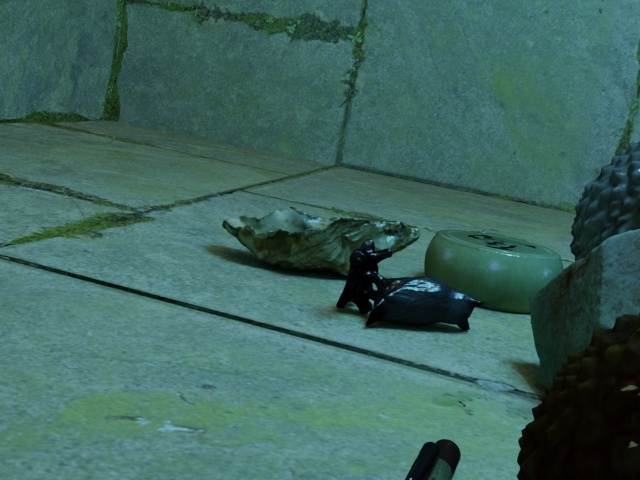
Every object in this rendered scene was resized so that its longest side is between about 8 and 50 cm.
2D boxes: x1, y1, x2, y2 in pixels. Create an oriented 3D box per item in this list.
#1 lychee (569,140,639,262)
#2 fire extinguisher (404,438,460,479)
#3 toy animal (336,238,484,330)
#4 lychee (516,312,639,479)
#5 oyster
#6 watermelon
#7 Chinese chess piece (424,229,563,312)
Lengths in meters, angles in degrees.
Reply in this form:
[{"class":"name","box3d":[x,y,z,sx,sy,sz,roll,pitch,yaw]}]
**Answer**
[{"class":"lychee","box3d":[0.645,-0.021,1.425,0.380,0.432,0.380,2,50,-3]},{"class":"fire extinguisher","box3d":[0.091,0.206,0.685,0.035,0.049,0.173,21,15,16]},{"class":"toy animal","box3d":[0.135,0.087,1.179,0.210,0.121,0.117,17,32,4]},{"class":"lychee","box3d":[0.264,0.161,0.546,0.267,0.267,0.267,9,12,-2]},{"class":"oyster","box3d":[-0.001,0.004,1.416,0.341,0.110,0.166,4,7,-11]},{"class":"watermelon","box3d":[0.394,0.099,0.917,0.228,0.258,0.387,6,16,-9]},{"class":"Chinese chess piece","box3d":[0.315,0.050,1.464,0.250,0.101,0.250,9,11,-2]}]
